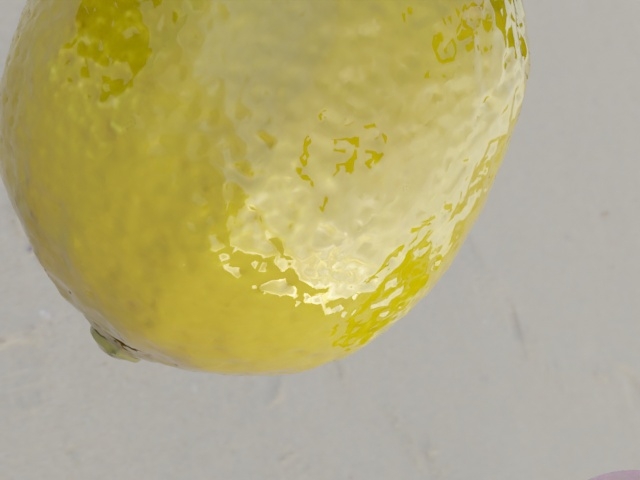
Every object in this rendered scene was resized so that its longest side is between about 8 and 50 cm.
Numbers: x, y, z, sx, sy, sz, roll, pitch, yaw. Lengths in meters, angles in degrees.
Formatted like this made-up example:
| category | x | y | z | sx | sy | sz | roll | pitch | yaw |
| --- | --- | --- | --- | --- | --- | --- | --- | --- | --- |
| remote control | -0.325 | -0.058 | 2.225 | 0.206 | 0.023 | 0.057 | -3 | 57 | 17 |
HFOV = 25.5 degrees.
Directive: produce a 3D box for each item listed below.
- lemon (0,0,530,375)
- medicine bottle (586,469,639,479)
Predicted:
| category | x | y | z | sx | sy | sz | roll | pitch | yaw |
| --- | --- | --- | --- | --- | --- | --- | --- | --- | --- |
| lemon | -0.025 | -0.078 | 0.700 | 0.245 | 0.245 | 0.319 | 24 | 98 | -49 |
| medicine bottle | 0.300 | 0.319 | 1.047 | 0.316 | 0.202 | 0.202 | 35 | 47 | -31 |
